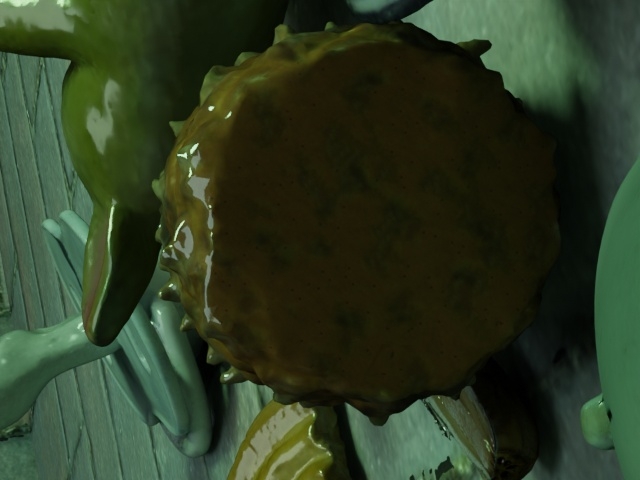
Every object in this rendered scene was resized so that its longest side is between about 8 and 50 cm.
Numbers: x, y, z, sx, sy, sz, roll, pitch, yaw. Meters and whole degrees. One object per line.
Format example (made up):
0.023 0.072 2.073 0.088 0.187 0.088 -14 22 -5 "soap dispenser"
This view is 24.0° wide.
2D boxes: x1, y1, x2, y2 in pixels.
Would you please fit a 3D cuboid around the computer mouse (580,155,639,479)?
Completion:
0.118 0.028 0.346 0.288 0.097 0.159 139 120 -69 "computer mouse"

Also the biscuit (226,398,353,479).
-0.014 0.192 0.849 0.144 0.033 0.224 -38 53 37 "biscuit"

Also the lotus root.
0.068 0.067 0.625 0.083 0.030 0.037 -127 36 -55 "lotus root"

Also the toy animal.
-0.090 -0.098 0.813 0.180 0.181 0.363 35 128 43 "toy animal"

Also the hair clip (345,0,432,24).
0.049 -0.122 0.525 0.116 0.049 0.172 -54 20 5 "hair clip"

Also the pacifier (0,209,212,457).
-0.197 0.097 1.200 0.227 0.207 0.279 66 163 -4 "pacifier"

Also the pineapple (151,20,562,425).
0.000 0.000 0.643 0.278 0.157 0.158 152 110 -80 "pineapple"
